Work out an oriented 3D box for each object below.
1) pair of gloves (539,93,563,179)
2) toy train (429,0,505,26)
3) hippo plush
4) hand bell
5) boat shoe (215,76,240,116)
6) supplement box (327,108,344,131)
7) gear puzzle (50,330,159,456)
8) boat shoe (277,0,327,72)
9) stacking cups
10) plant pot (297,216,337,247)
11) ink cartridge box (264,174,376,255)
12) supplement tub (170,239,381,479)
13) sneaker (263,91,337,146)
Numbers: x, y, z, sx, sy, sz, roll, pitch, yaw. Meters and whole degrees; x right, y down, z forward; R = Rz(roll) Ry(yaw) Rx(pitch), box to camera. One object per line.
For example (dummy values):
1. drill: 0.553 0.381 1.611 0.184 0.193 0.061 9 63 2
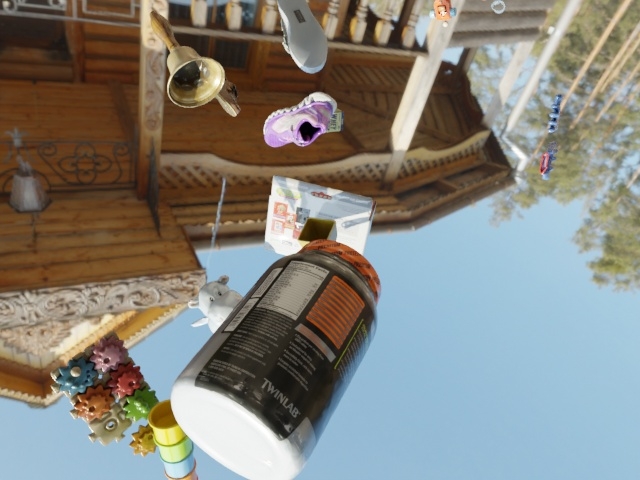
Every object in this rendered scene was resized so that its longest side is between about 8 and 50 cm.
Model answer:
1. pair of gloves: 0.548 -0.240 1.246 0.023 0.198 0.159 13 -166 26
2. toy train: 0.312 -0.530 1.131 0.166 0.125 0.046 7 -122 33
3. hippo plush: -0.282 0.214 1.699 0.234 0.237 0.294 -36 -133 -23
4. hand bell: -0.313 -0.416 1.137 0.126 0.126 0.242 -15 -119 -35
5. boat shoe: -0.246 -0.387 1.373 0.060 0.064 0.178 -34 -129 -3
6. supplement box: 0.012 -0.355 1.544 0.083 0.056 0.083 -12 -149 -25
7. gear puzzle: -0.473 0.392 1.242 0.175 0.339 0.044 -36 -151 -29
8. boat shoe: -0.059 -0.585 1.533 0.113 0.105 0.306 -19 -115 -10
9. stacking cups: -0.358 0.542 1.308 0.096 0.316 0.096 1 -152 0
10. plant pot: 0.000 0.000 1.371 0.081 0.083 0.081 8 -126 24
11. ink cartridge box: 0.002 -0.073 1.615 0.309 0.272 0.130 15 -145 6
12. supplement tub: -0.044 0.159 0.792 0.207 0.207 0.338 27 -135 12
13. sneaker: -0.062 -0.286 1.360 0.095 0.236 0.105 26 -122 -40
